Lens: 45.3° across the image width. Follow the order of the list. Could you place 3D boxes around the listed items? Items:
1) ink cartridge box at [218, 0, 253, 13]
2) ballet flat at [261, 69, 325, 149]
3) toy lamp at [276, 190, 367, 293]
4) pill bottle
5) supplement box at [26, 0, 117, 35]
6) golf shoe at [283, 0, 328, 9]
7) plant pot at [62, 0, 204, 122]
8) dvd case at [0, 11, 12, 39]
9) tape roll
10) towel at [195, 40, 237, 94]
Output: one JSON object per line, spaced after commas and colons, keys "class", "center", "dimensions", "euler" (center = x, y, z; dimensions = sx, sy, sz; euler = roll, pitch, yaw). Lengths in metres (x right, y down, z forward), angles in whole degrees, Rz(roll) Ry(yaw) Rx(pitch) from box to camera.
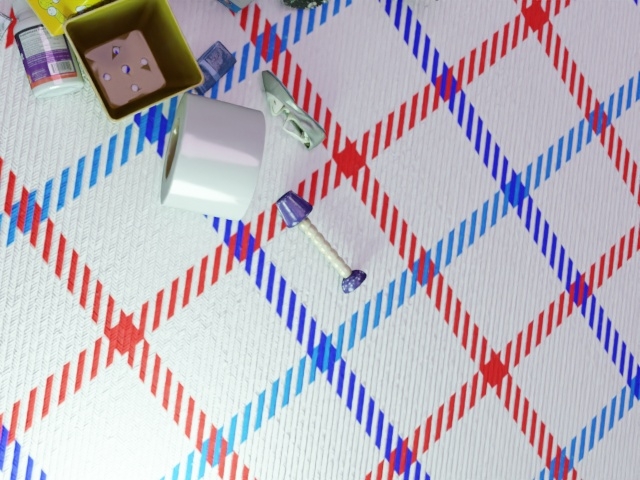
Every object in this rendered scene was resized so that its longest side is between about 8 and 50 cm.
{"class": "ink cartridge box", "center": [-0.175, -0.628, 1.650], "dimensions": [0.171, 0.232, 0.168], "euler": [32, 80, -23]}
{"class": "ballet flat", "center": [-0.076, -0.298, 1.777], "dimensions": [0.068, 0.072, 0.213], "euler": [-46, 104, -9]}
{"class": "toy lamp", "center": [0.000, 0.000, 1.799], "dimensions": [0.080, 0.080, 0.275], "euler": [-45, 105, -14]}
{"class": "pill bottle", "center": [-0.568, -0.401, 1.587], "dimensions": [0.108, 0.108, 0.194], "euler": [-18, 95, -18]}
{"class": "supplement box", "center": [-0.419, -0.588, 1.489], "dimensions": [0.195, 0.356, 0.194], "euler": [56, 33, -8]}
{"class": "golf shoe", "center": [0.012, -0.634, 1.808], "dimensions": [0.272, 0.105, 0.120], "euler": [-29, 81, -21]}
{"class": "plant pot", "center": [-0.397, -0.374, 1.602], "dimensions": [0.212, 0.187, 0.212], "euler": [-28, 102, -17]}
{"class": "dvd case", "center": [-0.707, -0.431, 1.589], "dimensions": [0.087, 0.013, 0.119], "euler": [30, 80, -17]}
{"class": "tape roll", "center": [-0.233, -0.176, 1.631], "dimensions": [0.169, 0.246, 0.246], "euler": [11, 86, -19]}
{"class": "towel", "center": [-0.249, -0.391, 1.739], "dimensions": [0.067, 0.029, 0.119], "euler": [46, 76, -14]}
